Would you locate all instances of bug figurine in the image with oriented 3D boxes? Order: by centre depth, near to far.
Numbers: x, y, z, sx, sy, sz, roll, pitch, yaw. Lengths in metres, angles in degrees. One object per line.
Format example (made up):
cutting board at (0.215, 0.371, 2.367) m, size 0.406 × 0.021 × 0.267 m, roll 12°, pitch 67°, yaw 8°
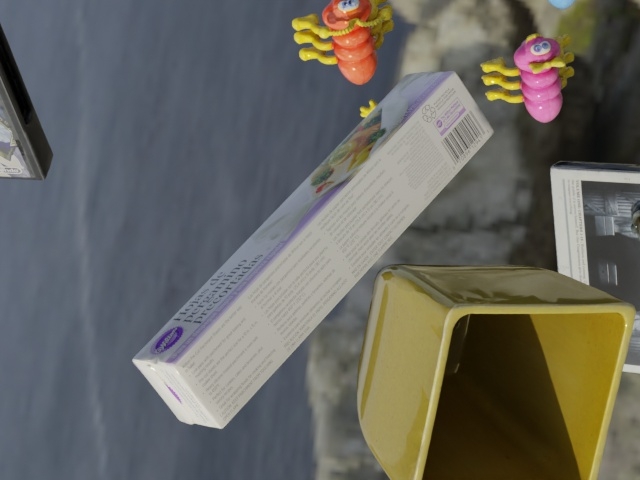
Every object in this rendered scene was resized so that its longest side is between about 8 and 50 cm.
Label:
bug figurine at (0.127, -0.172, 1.614) m, size 0.072 × 0.279 × 0.216 m, roll -114°, pitch 4°, yaw -51°

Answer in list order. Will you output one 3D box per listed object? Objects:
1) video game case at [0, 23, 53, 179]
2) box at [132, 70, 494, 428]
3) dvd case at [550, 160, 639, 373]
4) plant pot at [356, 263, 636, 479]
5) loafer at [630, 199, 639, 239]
video game case at (-0.373, -0.140, 1.454) m, size 0.248 × 0.275 × 0.035 m, roll 77°, pitch -159°, yaw -53°
box at (0.000, 0.000, 1.339) m, size 0.324 × 0.067 × 0.063 m, roll -48°, pitch 25°, yaw -24°
dvd case at (0.304, 0.028, 1.495) m, size 0.239 × 0.029 × 0.179 m, roll 5°, pitch 110°, yaw 35°
plant pot at (0.057, 0.046, 0.700) m, size 0.083 × 0.081 × 0.081 m, roll 40°, pitch 124°, yaw 57°
loafer at (0.197, 0.006, 0.982) m, size 0.084 × 0.096 × 0.267 m, roll -44°, pitch -3°, yaw 4°
